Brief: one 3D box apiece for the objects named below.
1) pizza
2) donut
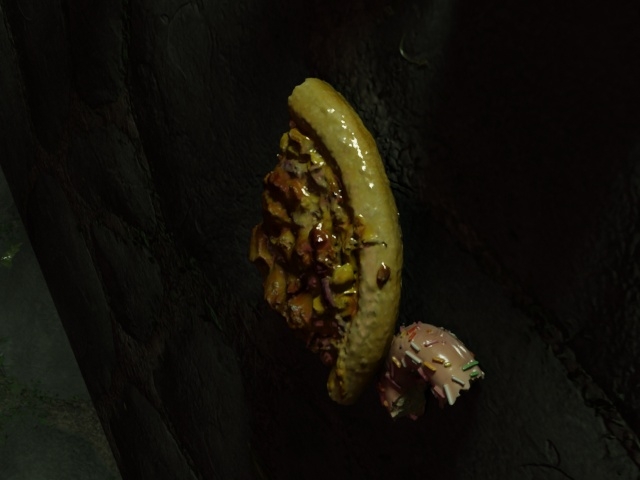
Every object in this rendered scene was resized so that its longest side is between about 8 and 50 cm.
[{"bbox_3d":[0.000,0.000,0.889,0.278,0.114,0.408,3,96,55],"label":"pizza"},{"bbox_3d":[0.120,0.158,0.857,0.117,0.065,0.166,62,141,17],"label":"donut"}]
